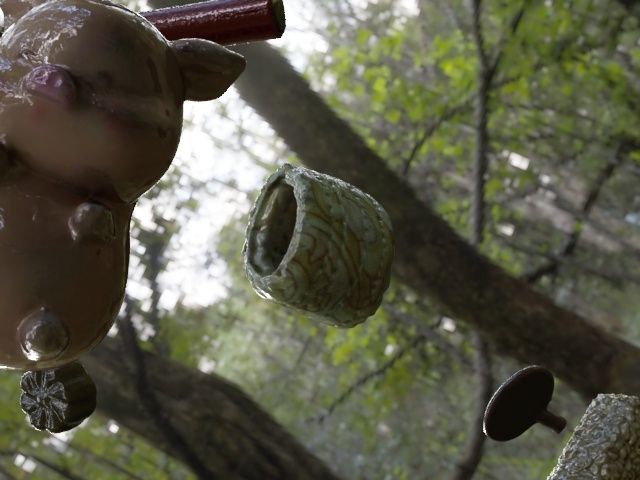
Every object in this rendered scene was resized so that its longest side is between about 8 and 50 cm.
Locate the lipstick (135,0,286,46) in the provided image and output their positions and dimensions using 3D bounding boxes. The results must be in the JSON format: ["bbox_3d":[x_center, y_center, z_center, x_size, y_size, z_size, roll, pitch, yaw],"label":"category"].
[{"bbox_3d":[-0.172,-0.323,2.064,0.080,0.241,0.080,-8,-90,-75],"label":"lipstick"}]

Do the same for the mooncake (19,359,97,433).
[{"bbox_3d":[-0.274,0.225,1.012,0.057,0.150,0.346,13,-80,-59],"label":"mooncake"}]

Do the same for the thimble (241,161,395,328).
[{"bbox_3d":[0.000,0.000,1.616,0.143,0.137,0.190,24,-122,-30],"label":"thimble"}]

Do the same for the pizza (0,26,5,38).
[{"bbox_3d":[-0.332,-0.121,1.043,0.193,0.201,0.053,-41,-34,0],"label":"pizza"}]

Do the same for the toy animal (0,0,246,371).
[{"bbox_3d":[-0.166,-0.038,0.862,0.250,0.166,0.154,-69,13,-15],"label":"toy animal"}]

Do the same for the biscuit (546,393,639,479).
[{"bbox_3d":[0.295,0.235,1.442,0.168,0.082,0.070,-48,-57,-32],"label":"biscuit"}]

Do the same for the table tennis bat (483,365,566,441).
[{"bbox_3d":[0.283,0.231,1.633,0.107,0.119,0.170,-53,-39,6],"label":"table tennis bat"}]
